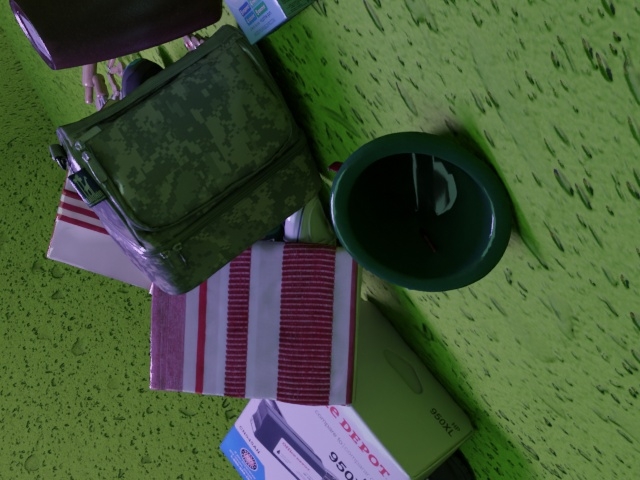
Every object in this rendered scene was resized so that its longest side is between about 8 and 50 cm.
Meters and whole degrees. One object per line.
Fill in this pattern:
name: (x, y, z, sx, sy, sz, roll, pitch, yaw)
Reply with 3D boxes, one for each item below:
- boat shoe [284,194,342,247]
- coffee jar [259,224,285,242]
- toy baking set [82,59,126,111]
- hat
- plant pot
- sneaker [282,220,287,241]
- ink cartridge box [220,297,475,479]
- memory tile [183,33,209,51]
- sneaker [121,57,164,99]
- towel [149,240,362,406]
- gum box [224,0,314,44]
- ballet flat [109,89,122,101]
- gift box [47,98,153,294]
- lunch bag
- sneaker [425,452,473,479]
boat shoe: (0.000, 0.000, 1.420, 0.076, 0.083, 0.226, 19, 151, 16)
coffee jar: (-0.105, -0.031, 1.595, 0.184, 0.096, 0.079, 87, 176, -65)
toy baking set: (-0.449, -0.320, 1.908, 0.197, 0.030, 0.256, 42, 129, 49)
hat: (0.108, -0.067, 0.993, 0.208, 0.183, 0.173, 26, 121, 3)
plant pot: (-0.288, -0.332, 1.254, 0.215, 0.230, 0.215, 49, 164, 19)
sneaker: (-0.066, -0.063, 1.469, 0.158, 0.065, 0.061, 61, 164, -23)
ink cartridge box: (0.028, 0.326, 1.540, 0.285, 0.166, 0.395, 49, 138, 17)
memory tile: (-0.166, -0.257, 1.462, 0.113, 0.012, 0.148, 33, 154, 55)
sneaker: (-0.238, -0.185, 1.707, 0.139, 0.125, 0.341, -4, 123, 43)
towel: (-0.100, 0.117, 1.384, 0.037, 0.329, 0.237, -2, -86, -72)
gum box: (-0.092, -0.321, 1.040, 0.184, 0.041, 0.157, 59, 165, -11)
ballet flat: (-0.377, -0.258, 1.937, 0.400, 0.139, 0.139, 16, 139, 61)
gift box: (-0.275, -0.080, 1.538, 0.255, 0.258, 0.276, -82, 14, -59)
lunch bag: (-0.179, -0.116, 1.245, 0.212, 0.305, 0.256, 39, 160, 44)
sneaker: (0.204, 0.450, 1.631, 0.286, 0.130, 0.109, 63, 165, -23)
